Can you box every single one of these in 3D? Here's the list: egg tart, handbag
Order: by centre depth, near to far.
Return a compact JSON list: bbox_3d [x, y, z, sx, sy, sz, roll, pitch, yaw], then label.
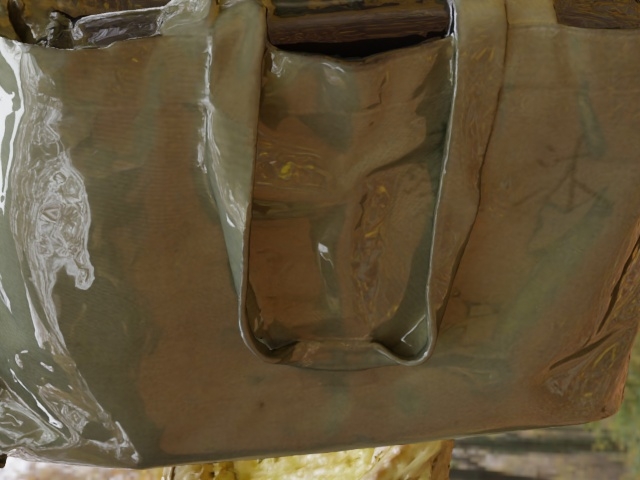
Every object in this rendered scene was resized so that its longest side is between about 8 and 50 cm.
[{"bbox_3d":[0.004,-0.003,0.535,0.109,0.316,0.253,-99,9,-50],"label":"handbag"},{"bbox_3d":[0.012,0.167,0.910,0.107,0.291,0.290,55,-147,-26],"label":"egg tart"}]
